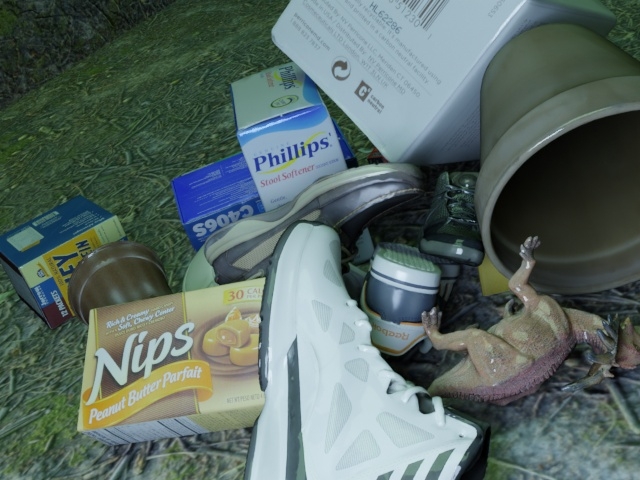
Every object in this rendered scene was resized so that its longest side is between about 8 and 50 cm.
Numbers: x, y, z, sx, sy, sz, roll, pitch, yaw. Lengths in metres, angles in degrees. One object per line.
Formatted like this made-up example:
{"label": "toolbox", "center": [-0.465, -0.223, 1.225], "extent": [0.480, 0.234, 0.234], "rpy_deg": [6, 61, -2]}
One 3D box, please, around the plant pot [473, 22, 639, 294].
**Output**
{"label": "plant pot", "center": [0.340, -0.137, 1.282], "extent": [0.323, 0.323, 0.280], "rpy_deg": [-17, 46, 7]}

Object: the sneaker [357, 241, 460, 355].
{"label": "sneaker", "center": [0.114, 0.076, 1.328], "extent": [0.126, 0.127, 0.321], "rpy_deg": [15, 7, 13]}

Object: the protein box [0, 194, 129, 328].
{"label": "protein box", "center": [-0.478, 0.033, 1.814], "extent": [0.200, 0.136, 0.201], "rpy_deg": [-32, 29, -22]}

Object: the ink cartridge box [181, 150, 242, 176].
{"label": "ink cartridge box", "center": [-0.189, -0.110, 1.980], "extent": [0.181, 0.056, 0.224], "rpy_deg": [-21, 25, -2]}

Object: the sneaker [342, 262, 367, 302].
{"label": "sneaker", "center": [-0.022, 0.048, 1.506], "extent": [0.232, 0.090, 0.115], "rpy_deg": [26, 21, 25]}

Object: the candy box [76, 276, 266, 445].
{"label": "candy box", "center": [-0.170, 0.166, 1.323], "extent": [0.317, 0.087, 0.182], "rpy_deg": [-11, 59, 18]}

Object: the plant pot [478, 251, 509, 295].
{"label": "plant pot", "center": [0.261, 0.018, 1.392], "extent": [0.082, 0.083, 0.081], "rpy_deg": [-15, 27, 13]}

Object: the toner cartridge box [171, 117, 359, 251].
{"label": "toner cartridge box", "center": [-0.106, -0.111, 1.868], "extent": [0.348, 0.075, 0.165], "rpy_deg": [-21, 39, -2]}

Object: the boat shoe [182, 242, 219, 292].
{"label": "boat shoe", "center": [-0.157, 0.082, 1.554], "extent": [0.109, 0.091, 0.305], "rpy_deg": [-50, 21, 14]}

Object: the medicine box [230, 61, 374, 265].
{"label": "medicine box", "center": [-0.034, -0.123, 1.629], "extent": [0.149, 0.289, 0.263], "rpy_deg": [-20, 26, 2]}

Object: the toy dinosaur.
{"label": "toy dinosaur", "center": [0.246, 0.137, 1.148], "extent": [0.296, 0.127, 0.200], "rpy_deg": [-33, 49, -1]}

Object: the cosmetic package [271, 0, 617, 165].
{"label": "cosmetic package", "center": [0.209, -0.349, 1.581], "extent": [0.329, 0.327, 0.394], "rpy_deg": [49, 30, 20]}

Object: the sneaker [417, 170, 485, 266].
{"label": "sneaker", "center": [0.191, -0.034, 1.351], "extent": [0.087, 0.130, 0.227], "rpy_deg": [16, 8, 0]}

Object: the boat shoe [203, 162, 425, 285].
{"label": "boat shoe", "center": [0.000, 0.000, 1.372], "extent": [0.355, 0.130, 0.132], "rpy_deg": [-24, -14, 28]}

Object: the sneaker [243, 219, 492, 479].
{"label": "sneaker", "center": [0.061, 0.172, 1.097], "extent": [0.258, 0.169, 0.447], "rpy_deg": [-1, 56, 7]}

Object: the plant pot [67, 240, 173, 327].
{"label": "plant pot", "center": [-0.302, 0.109, 1.540], "extent": [0.167, 0.167, 0.165], "rpy_deg": [-27, 35, -14]}

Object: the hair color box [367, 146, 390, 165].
{"label": "hair color box", "center": [0.138, -0.161, 1.827], "extent": [0.043, 0.072, 0.141], "rpy_deg": [-4, 32, 29]}
